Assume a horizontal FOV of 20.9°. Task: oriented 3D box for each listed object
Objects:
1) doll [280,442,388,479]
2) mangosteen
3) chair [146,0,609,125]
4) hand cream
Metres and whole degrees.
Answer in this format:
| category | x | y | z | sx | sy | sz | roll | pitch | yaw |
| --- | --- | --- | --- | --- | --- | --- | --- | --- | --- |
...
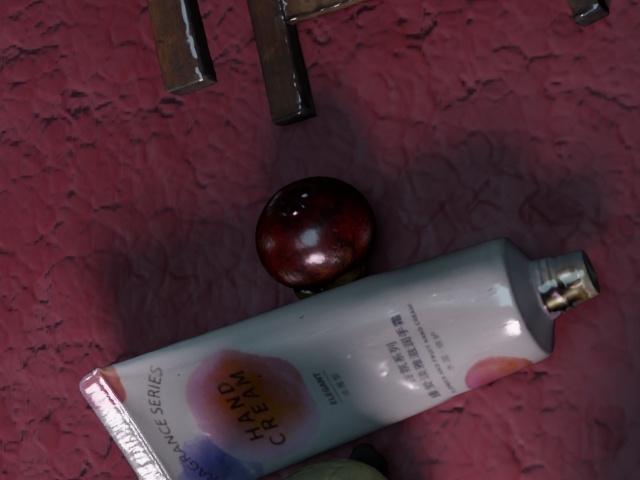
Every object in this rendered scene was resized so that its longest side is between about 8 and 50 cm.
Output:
| category | x | y | z | sx | sy | sz | roll | pitch | yaw |
| --- | --- | --- | --- | --- | --- | --- | --- | --- | --- |
| doll | -0.010 | 0.217 | 1.034 | 0.143 | 0.234 | 0.135 | 7 | 108 | 17 |
| mangosteen | -0.002 | -0.002 | 1.127 | 0.081 | 0.081 | 0.081 | -2 | 84 | 20 |
| chair | -0.005 | -0.312 | 1.094 | 0.240 | 0.203 | 0.416 | -18 | 81 | 23 |
| hand cream | 0.016 | 0.080 | 1.105 | 0.340 | 0.078 | 0.124 | -23 | 113 | 16 |
